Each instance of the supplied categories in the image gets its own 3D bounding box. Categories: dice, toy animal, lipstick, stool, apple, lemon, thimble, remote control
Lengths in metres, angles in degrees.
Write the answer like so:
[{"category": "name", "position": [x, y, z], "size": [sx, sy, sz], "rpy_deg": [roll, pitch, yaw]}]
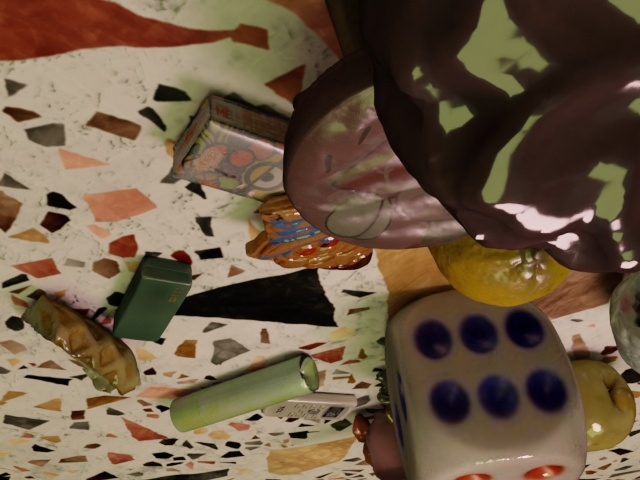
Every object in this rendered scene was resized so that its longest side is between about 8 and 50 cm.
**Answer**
[{"category": "dice", "position": [0.266, 0.278, 1.256], "size": [0.277, 0.304, 0.304], "rpy_deg": [-6, 144, -2]}, {"category": "toy animal", "position": [0.217, 0.426, 1.572], "size": [0.281, 0.169, 0.195], "rpy_deg": [-15, 121, 10]}, {"category": "lipstick", "position": [-0.146, 0.294, 1.403], "size": [0.304, 0.076, 0.076], "rpy_deg": [-21, 142, 18]}, {"category": "stool", "position": [0.091, -0.130, 0.767], "size": [0.272, 0.178, 0.272], "rpy_deg": [-5, 144, -3]}, {"category": "apple", "position": [0.531, 0.333, 1.489], "size": [0.200, 0.200, 0.200], "rpy_deg": [-5, 144, -3]}, {"category": "lemon", "position": [0.229, -0.016, 0.927], "size": [0.192, 0.231, 0.192], "rpy_deg": [-4, 110, -10]}, {"category": "thimble", "position": [0.589, 0.131, 1.203], "size": [0.211, 0.185, 0.149], "rpy_deg": [2, 150, 31]}, {"category": "remote control", "position": [-0.024, 0.345, 1.533], "size": [0.190, 0.029, 0.087], "rpy_deg": [9, 141, -21]}]

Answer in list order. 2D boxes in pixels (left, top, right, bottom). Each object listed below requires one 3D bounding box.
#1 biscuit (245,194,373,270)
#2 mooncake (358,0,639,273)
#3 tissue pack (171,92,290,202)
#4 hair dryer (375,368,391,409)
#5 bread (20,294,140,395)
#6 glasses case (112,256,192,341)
[{"category": "biscuit", "position": [0.000, 0.000, 1.008], "size": [0.183, 0.043, 0.280], "rpy_deg": [-19, 153, 19]}, {"category": "mooncake", "position": [0.207, -0.158, 0.522], "size": [0.351, 0.212, 0.381], "rpy_deg": [-19, 121, -2]}, {"category": "tissue pack", "position": [-0.089, -0.103, 0.875], "size": [0.148, 0.060, 0.108], "rpy_deg": [15, 138, -30]}, {"category": "hair dryer", "position": [0.151, 0.432, 1.465], "size": [0.301, 0.361, 0.121], "rpy_deg": [-12, -179, 18]}, {"category": "bread", "position": [-0.375, 0.168, 1.178], "size": [0.128, 0.088, 0.232], "rpy_deg": [16, 153, 34]}, {"category": "glasses case", "position": [-0.262, 0.095, 1.135], "size": [0.078, 0.039, 0.184], "rpy_deg": [12, 140, -24]}]
